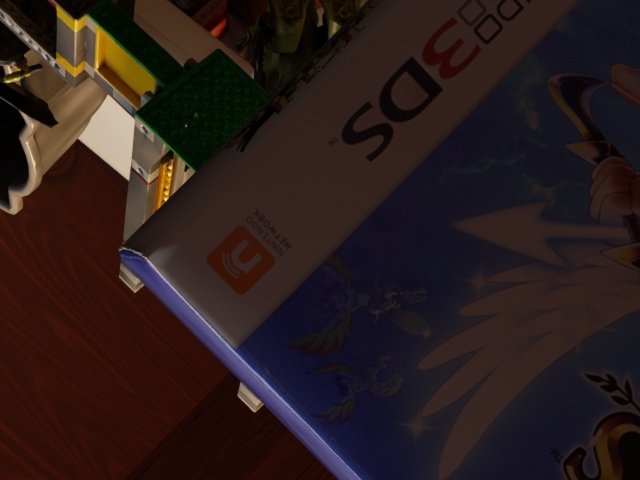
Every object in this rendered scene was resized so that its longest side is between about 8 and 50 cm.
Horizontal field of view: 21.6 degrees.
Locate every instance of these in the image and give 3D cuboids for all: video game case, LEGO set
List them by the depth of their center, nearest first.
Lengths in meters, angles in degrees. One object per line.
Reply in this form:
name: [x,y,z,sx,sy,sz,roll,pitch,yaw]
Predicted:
video game case: [0.116,0.014,0.536,0.269,0.244,0.061,46,172,-11]
LEGO set: [-0.038,-0.084,0.795,0.331,0.255,0.192,36,154,8]

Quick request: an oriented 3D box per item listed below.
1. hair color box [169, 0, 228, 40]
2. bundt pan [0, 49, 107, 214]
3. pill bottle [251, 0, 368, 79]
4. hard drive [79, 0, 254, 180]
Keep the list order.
hair color box: [-0.122,-0.199,1.339,0.093,0.053,0.167,46,173,1]
bundt pan: [-0.258,-0.184,1.122,0.331,0.124,0.331,36,150,25]
pill bottle: [0.055,-0.019,1.006,0.152,0.152,0.272,39,171,34]
hard drive: [-0.169,-0.139,1.256,0.353,0.047,0.233,39,157,19]
